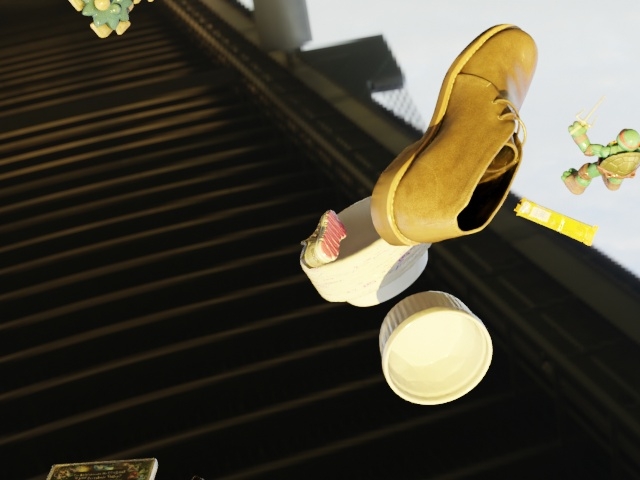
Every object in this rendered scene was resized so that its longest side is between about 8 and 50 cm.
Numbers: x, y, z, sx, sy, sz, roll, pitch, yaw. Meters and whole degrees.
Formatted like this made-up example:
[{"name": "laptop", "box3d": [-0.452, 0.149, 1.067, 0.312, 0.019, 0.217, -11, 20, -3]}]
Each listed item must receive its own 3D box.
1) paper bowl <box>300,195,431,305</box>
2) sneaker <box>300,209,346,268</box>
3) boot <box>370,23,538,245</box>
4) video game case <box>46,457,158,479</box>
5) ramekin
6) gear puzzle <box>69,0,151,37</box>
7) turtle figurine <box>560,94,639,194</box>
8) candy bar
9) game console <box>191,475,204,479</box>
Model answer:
[{"name": "paper bowl", "box3d": [0.111, 0.028, 2.313, 0.284, 0.148, 0.284, -29, -160, 11]}, {"name": "sneaker", "box3d": [0.000, 0.000, 2.129, 0.074, 0.063, 0.170, -31, -159, 25]}, {"name": "boot", "box3d": [0.174, -0.111, 1.123, 0.115, 0.112, 0.305, -1, -134, 44]}, {"name": "video game case", "box3d": [-0.381, 0.433, 1.833, 0.190, 0.022, 0.173, -6, -151, 9]}, {"name": "ramekin", "box3d": [0.207, 0.193, 2.052, 0.207, 0.207, 0.109, -12, -151, -5]}, {"name": "gear puzzle", "box3d": [-0.256, -0.452, 1.578, 0.044, 0.175, 0.339, -5, -137, 47]}, {"name": "turtle figurine", "box3d": [0.521, -0.160, 1.943, 0.175, 0.234, 0.118, 10, -117, -4]}, {"name": "candy bar", "box3d": [0.439, -0.037, 2.036, 0.161, 0.040, 0.018, 22, -165, -5]}, {"name": "game console", "box3d": [-0.154, 0.433, 1.662, 0.144, 0.124, 0.085, 33, -143, -2]}]
